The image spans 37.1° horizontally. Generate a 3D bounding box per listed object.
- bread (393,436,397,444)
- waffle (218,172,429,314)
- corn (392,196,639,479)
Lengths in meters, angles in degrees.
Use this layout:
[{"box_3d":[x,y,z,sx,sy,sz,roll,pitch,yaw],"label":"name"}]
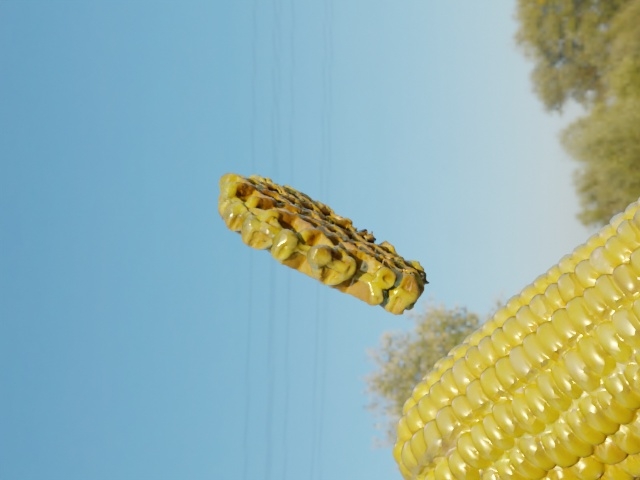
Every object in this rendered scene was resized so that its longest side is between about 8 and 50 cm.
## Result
[{"box_3d":[0.159,0.232,1.002,0.136,0.107,0.241,63,166,16],"label":"bread"},{"box_3d":[-0.001,0.001,1.169,0.309,0.283,0.065,-96,31,-75],"label":"waffle"},{"box_3d":[0.133,0.036,0.386,0.093,0.244,0.093,34,-152,-21],"label":"corn"}]
